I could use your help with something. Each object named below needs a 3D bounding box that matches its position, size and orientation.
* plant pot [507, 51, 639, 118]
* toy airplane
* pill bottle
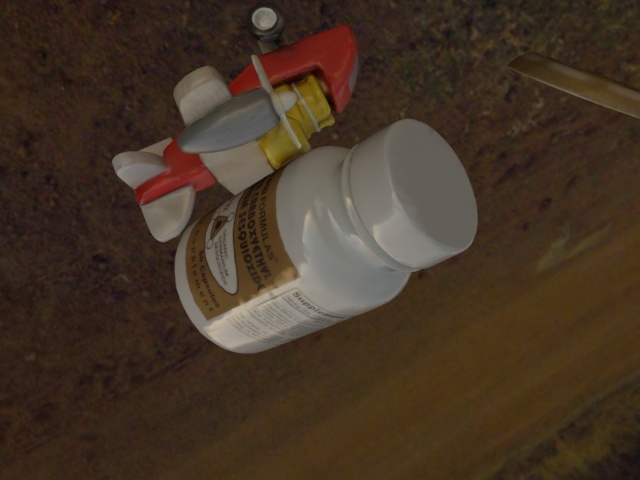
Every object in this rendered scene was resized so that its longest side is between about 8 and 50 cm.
[{"bbox_3d":[0.375,-0.214,1.034,0.236,0.236,0.032,-2,118,-46],"label":"plant pot"},{"bbox_3d":[-0.107,-0.131,1.130,0.386,0.272,0.384,-30,159,-49],"label":"toy airplane"},{"bbox_3d":[0.000,0.000,0.590,0.229,0.131,0.131,-26,162,40],"label":"pill bottle"}]
